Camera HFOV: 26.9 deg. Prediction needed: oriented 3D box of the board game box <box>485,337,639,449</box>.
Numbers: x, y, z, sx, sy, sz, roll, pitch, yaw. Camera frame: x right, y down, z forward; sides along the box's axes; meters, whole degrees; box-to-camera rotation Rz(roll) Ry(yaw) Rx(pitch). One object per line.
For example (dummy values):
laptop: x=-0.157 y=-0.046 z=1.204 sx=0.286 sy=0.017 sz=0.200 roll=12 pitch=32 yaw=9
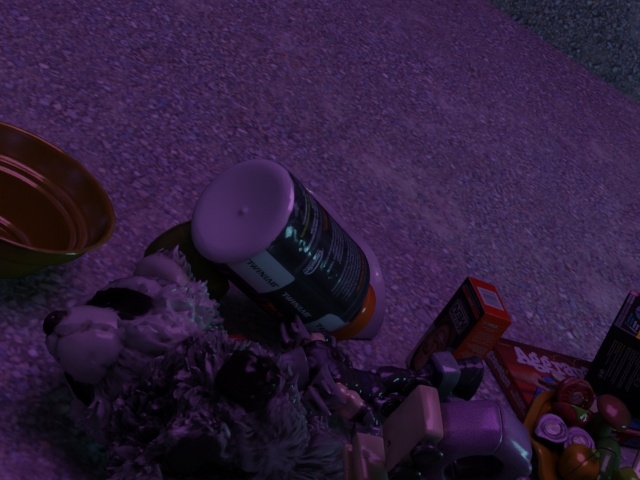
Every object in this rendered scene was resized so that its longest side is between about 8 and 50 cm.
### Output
board game box: x=0.348 y=0.207 z=1.780 sx=0.281 sy=0.027 sz=0.145 roll=16 pitch=30 yaw=-32

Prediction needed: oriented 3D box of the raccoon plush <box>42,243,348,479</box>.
raccoon plush: x=-0.072 y=0.211 z=1.206 sx=0.446 sy=0.216 sz=0.299 roll=54 pitch=0 yaw=-28

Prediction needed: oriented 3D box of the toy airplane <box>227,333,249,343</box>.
toy airplane: x=-0.099 y=0.138 z=1.384 sx=0.151 sy=0.028 sz=0.151 roll=32 pitch=20 yaw=-13

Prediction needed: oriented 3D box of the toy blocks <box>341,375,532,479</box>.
toy blocks: x=0.129 y=0.316 z=0.964 sx=0.260 sy=0.288 sz=0.309 roll=15 pitch=47 yaw=-22

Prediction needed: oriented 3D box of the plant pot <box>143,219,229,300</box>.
plant pot: x=-0.140 y=0.032 z=1.478 sx=0.083 sy=0.083 sz=0.079 roll=-6 pitch=59 yaw=-53

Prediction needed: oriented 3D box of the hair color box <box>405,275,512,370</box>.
hair color box: x=0.162 y=0.120 z=1.585 sx=0.043 sy=0.141 sz=0.072 roll=20 pitch=29 yaw=-26

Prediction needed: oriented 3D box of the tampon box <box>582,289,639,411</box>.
tampon box: x=0.455 y=0.163 z=1.786 sx=0.161 sy=0.101 sz=0.120 roll=27 pitch=30 yaw=12

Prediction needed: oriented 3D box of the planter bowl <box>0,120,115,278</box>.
planter bowl: x=-0.322 y=-0.026 z=1.340 sx=0.217 sy=0.090 sz=0.217 roll=26 pitch=27 yaw=-14

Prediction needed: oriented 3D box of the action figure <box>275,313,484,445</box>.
action figure: x=0.055 y=0.167 z=1.437 sx=0.285 sy=0.099 sz=0.185 roll=15 pitch=35 yaw=-29

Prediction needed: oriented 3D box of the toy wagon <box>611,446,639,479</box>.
toy wagon: x=0.477 y=0.276 z=1.557 sx=0.267 sy=0.068 sz=0.344 roll=-15 pitch=60 yaw=-9

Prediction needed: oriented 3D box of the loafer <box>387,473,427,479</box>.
loafer: x=0.124 y=0.247 z=1.375 sx=0.223 sy=0.078 sz=0.076 roll=5 pitch=-3 yaw=-43

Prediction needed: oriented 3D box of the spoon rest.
spoon rest: x=0.000 y=0.000 z=1.676 sx=0.137 sy=0.084 sz=0.276 roll=5 pitch=38 yaw=-45

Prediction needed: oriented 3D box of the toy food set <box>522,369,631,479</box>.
toy food set: x=0.323 y=0.225 z=1.628 sx=0.128 sy=0.071 sz=0.218 roll=41 pitch=35 yaw=-2

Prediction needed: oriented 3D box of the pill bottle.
pill bottle: x=-0.028 y=0.024 z=1.485 sx=0.245 sy=0.130 sz=0.130 roll=46 pitch=10 yaw=-48

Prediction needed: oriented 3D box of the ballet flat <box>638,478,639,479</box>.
ballet flat: x=0.445 y=0.375 z=1.404 sx=0.316 sy=0.107 sz=0.106 roll=56 pitch=-4 yaw=8
